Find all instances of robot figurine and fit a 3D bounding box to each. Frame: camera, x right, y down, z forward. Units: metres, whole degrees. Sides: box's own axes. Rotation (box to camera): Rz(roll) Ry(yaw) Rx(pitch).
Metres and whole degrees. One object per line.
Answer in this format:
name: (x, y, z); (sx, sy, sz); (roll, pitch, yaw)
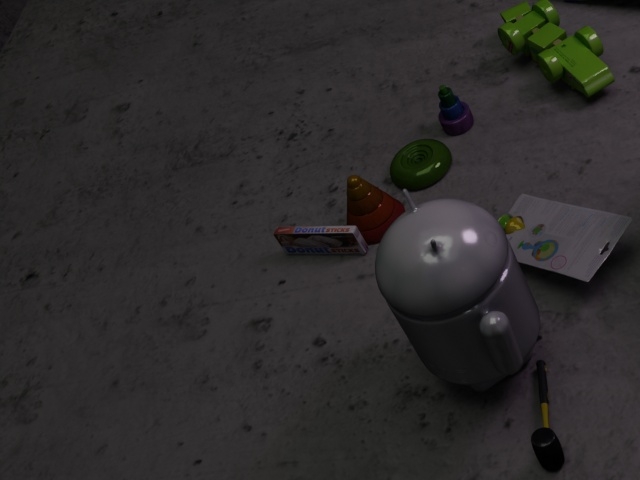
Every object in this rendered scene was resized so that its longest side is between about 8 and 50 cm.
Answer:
robot figurine: (0.206, 0.078, 1.546); (0.199, 0.353, 0.300); (-36, 40, -5)

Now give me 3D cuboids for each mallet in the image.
mallet: (0.336, 0.259, 1.539); (0.039, 0.062, 0.190); (-14, 29, 18)

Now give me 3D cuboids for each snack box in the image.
snack box: (0.000, 0.000, 1.970); (0.178, 0.064, 0.022); (0, 50, 31)

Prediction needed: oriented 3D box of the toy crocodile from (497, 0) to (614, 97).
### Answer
toy crocodile: (0.459, -0.381, 2.048); (0.115, 0.105, 0.340); (-35, 45, -4)

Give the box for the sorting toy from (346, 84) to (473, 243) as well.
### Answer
sorting toy: (0.160, -0.165, 1.989); (0.127, 0.126, 0.365); (23, 65, 44)

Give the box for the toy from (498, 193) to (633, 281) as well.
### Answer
toy: (0.397, 0.003, 1.731); (0.237, 0.056, 0.137); (20, 66, 48)
